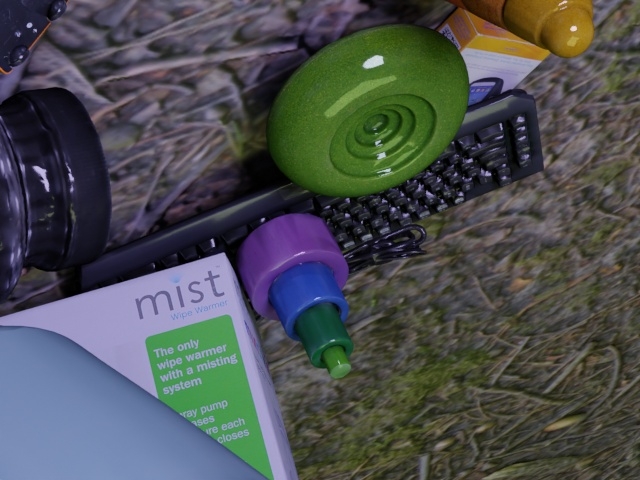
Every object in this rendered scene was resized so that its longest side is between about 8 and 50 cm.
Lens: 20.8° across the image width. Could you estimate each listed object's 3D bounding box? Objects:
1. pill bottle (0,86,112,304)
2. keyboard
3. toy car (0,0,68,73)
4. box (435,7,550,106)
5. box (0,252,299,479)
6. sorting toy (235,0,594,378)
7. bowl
[{"bbox_3d":[-0.219,-0.013,0.846,0.219,0.123,0.123,-12,151,-29],"label":"pill bottle"},{"bbox_3d":[0.000,0.000,1.167,0.317,0.033,0.201,-21,160,2],"label":"keyboard"},{"bbox_3d":[-0.174,-0.124,0.804,0.040,0.060,0.122,8,163,43],"label":"toy car"},{"bbox_3d":[0.075,-0.092,1.108,0.081,0.028,0.136,2,144,-48],"label":"box"},{"bbox_3d":[-0.145,0.162,1.079,0.262,0.231,0.127,-16,156,1],"label":"box"},{"bbox_3d":[0.057,-0.055,0.980,0.127,0.126,0.366,1,135,-32],"label":"sorting toy"},{"bbox_3d":[-0.183,0.157,0.858,0.311,0.163,0.311,-31,156,-15],"label":"bowl"}]
